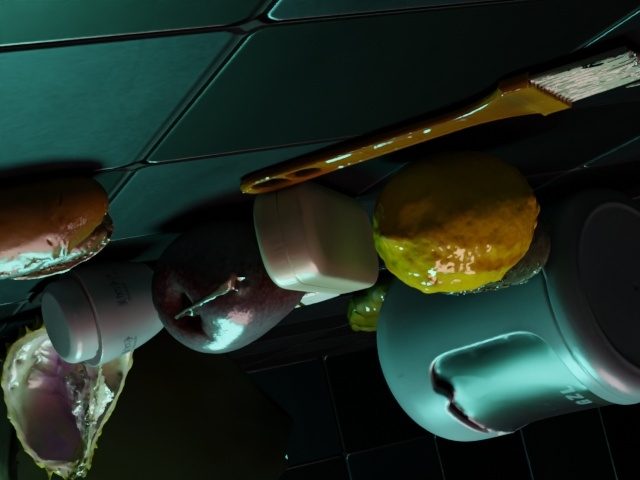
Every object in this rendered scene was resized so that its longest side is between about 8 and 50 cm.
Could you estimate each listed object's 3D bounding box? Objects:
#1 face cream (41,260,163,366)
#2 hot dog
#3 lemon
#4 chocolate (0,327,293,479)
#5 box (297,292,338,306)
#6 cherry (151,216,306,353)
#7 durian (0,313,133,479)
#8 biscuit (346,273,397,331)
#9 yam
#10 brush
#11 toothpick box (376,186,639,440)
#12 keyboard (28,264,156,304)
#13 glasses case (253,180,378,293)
[{"bbox_3d":[-0.194,0.063,1.169,0.095,0.091,0.091,-17,175,-29],"label":"face cream"},{"bbox_3d":[-0.203,0.000,0.841,0.140,0.060,0.090,-7,166,-12],"label":"hot dog"},{"bbox_3d":[0.110,-0.016,1.028,0.155,0.114,0.114,-15,174,-33],"label":"lemon"},{"bbox_3d":[-0.262,0.243,1.644,0.326,0.314,0.297,-50,-157,-12],"label":"chocolate"},{"bbox_3d":[-0.058,0.064,1.553,0.154,0.040,0.084,-15,169,6],"label":"box"},{"bbox_3d":[-0.056,0.027,1.079,0.148,0.115,0.188,15,152,-30],"label":"cherry"},{"bbox_3d":[-0.265,0.150,1.411,0.165,0.182,0.132,-23,-141,-12],"label":"durian"},{"bbox_3d":[0.187,0.072,1.871,0.335,0.078,0.329,-22,164,37],"label":"biscuit"},{"bbox_3d":[0.158,0.001,1.277,0.107,0.107,0.183,-19,173,34],"label":"yam"},{"bbox_3d":[0.075,-0.078,0.909,0.314,0.017,0.090,-17,168,27],"label":"brush"},{"bbox_3d":[0.221,0.091,1.507,0.263,0.263,0.354,-5,165,-44],"label":"toothpick box"},{"bbox_3d":[-0.157,0.034,1.285,0.250,0.017,0.087,-9,169,-27],"label":"keyboard"},{"bbox_3d":[0.000,0.000,1.069,0.050,0.083,0.196,-16,170,16],"label":"glasses case"}]
